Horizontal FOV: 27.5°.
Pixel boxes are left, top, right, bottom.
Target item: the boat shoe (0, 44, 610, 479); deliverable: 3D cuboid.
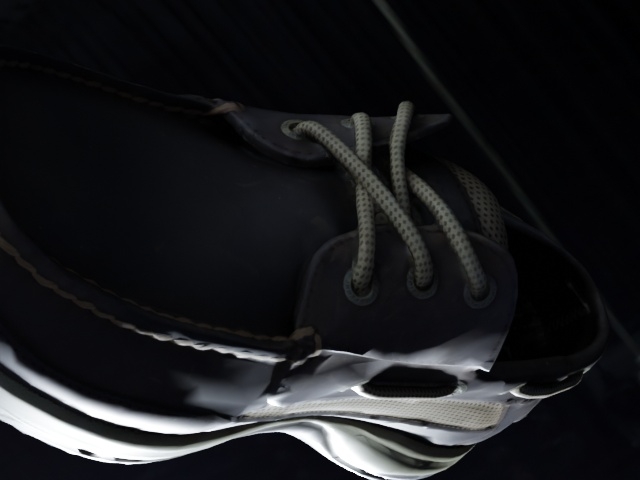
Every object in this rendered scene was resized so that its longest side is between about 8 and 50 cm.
[{"bbox_3d":[0.000,0.000,0.462,0.130,0.132,0.355,-29,156,23],"label":"boat shoe"}]
